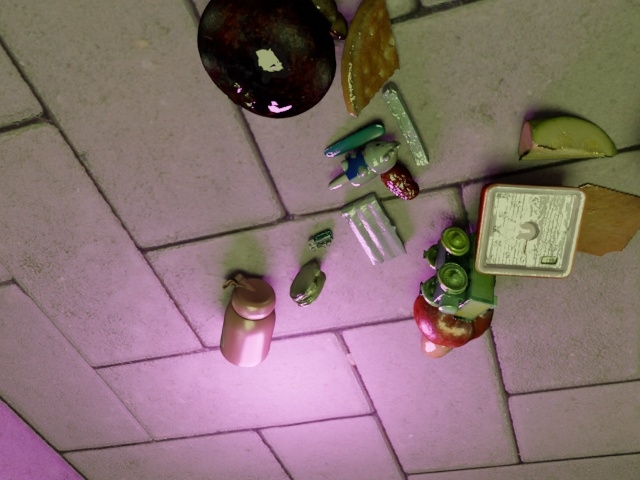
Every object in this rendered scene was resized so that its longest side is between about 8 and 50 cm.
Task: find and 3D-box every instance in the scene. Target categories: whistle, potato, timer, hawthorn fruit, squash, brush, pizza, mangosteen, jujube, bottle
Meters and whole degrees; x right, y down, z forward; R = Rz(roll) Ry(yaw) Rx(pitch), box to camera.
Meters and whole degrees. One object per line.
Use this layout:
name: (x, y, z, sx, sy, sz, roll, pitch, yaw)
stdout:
whistle: (0.115, -0.201, 1.649, 0.245, 0.110, 0.092, -26, 114, 35)
potato: (0.396, 0.340, 2.089, 0.112, 0.112, 0.147, 20, 136, -12)
timer: (0.549, -0.027, 1.664, 0.258, 0.161, 0.249, 3, 97, 2)
hawthorn fruit: (0.399, 0.226, 1.935, 0.242, 0.241, 0.271, 14, 157, -7)
squash: (0.638, -0.261, 1.548, 0.252, 0.093, 0.169, -1, 175, 7)
brush: (0.090, -0.269, 1.646, 0.194, 0.032, 0.043, -20, 132, 35)
pizza: (0.115, -0.428, 1.436, 0.058, 0.197, 0.291, 16, 102, 37)
mangosteen: (-0.104, -0.430, 1.363, 0.331, 0.330, 0.329, 3, 130, 3)
jujube: (0.220, -0.162, 1.692, 0.129, 0.077, 0.077, 36, 124, -29)
bottle: (-0.247, 0.255, 2.036, 0.207, 0.173, 0.296, 34, 134, 21)

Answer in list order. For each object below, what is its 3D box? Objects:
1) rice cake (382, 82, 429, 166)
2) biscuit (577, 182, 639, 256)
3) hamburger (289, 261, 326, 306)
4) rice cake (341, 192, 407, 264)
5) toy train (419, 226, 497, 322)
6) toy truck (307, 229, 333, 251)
rice cake: (0.221, -0.296, 1.595, 0.042, 0.045, 0.245, -18, 127, 23)
biscuit: (0.798, -0.050, 1.776, 0.237, 0.013, 0.232, 14, 130, -6)
hamburger: (-0.041, 0.139, 1.932, 0.062, 0.140, 0.133, 36, 158, -23)
rice cake: (0.162, -0.030, 1.830, 0.127, 0.043, 0.237, -22, 126, 20)
toy train: (0.398, 0.090, 1.765, 0.189, 0.271, 0.159, 16, 151, -8)
toy truck: (0.000, 0.000, 1.875, 0.083, 0.039, 0.044, -21, 109, 20)
